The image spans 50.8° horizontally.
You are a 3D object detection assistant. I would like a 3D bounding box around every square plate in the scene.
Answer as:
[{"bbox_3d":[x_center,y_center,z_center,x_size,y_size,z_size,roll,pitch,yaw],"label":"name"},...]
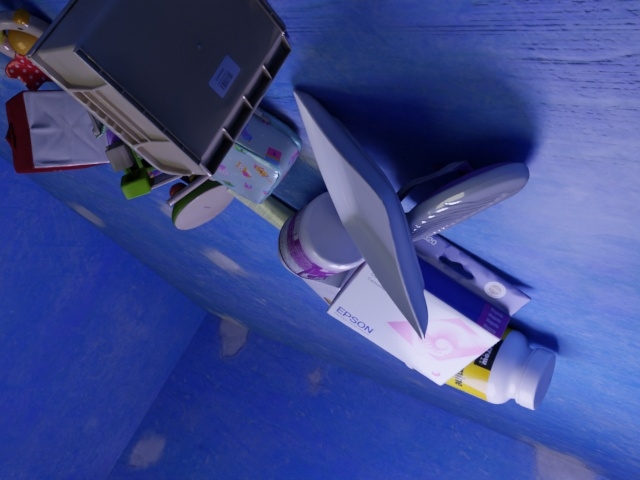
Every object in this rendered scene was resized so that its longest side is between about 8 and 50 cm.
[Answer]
[{"bbox_3d":[0.078,-0.051,1.126,0.347,0.049,0.344,58,173,45],"label":"square plate"}]

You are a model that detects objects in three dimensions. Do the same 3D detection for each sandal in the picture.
[{"bbox_3d":[0.186,-0.071,1.107,0.416,0.170,0.102,138,113,-72],"label":"sandal"}]

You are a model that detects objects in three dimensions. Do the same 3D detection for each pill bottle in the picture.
[{"bbox_3d":[0.000,0.000,1.503,0.169,0.169,0.301,33,163,-10],"label":"pill bottle"},{"bbox_3d":[0.387,0.283,1.650,0.334,0.187,0.188,18,159,32],"label":"pill bottle"}]

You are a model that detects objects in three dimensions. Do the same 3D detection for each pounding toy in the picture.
[{"bbox_3d":[-0.322,-0.133,1.711,0.110,0.183,0.237,53,167,14],"label":"pounding toy"}]

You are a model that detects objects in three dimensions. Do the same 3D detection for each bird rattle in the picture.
[{"bbox_3d":[-0.648,-0.420,1.451,0.207,0.143,0.253,0,153,28],"label":"bird rattle"}]

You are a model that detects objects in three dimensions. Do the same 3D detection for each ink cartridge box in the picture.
[{"bbox_3d":[0.221,0.143,1.462,0.324,0.071,0.330,33,136,-1],"label":"ink cartridge box"}]

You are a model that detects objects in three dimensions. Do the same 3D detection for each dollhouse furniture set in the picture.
[{"bbox_3d":[-0.397,-0.268,1.416,0.197,0.151,0.301,-122,11,-65],"label":"dollhouse furniture set"}]

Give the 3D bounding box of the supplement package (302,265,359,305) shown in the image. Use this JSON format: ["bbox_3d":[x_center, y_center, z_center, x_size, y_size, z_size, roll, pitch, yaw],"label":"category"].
[{"bbox_3d":[0.080,0.109,1.739,0.139,0.133,0.244,15,158,40],"label":"supplement package"}]

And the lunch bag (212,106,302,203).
[{"bbox_3d":[-0.165,-0.190,1.339,0.224,0.107,0.279,35,162,-6],"label":"lunch bag"}]

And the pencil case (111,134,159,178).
[{"bbox_3d":[-0.470,-0.219,1.732,0.105,0.104,0.236,30,167,-1],"label":"pencil case"}]

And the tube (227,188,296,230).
[{"bbox_3d":[-0.120,-0.077,1.681,0.240,0.070,0.062,34,-164,-7],"label":"tube"}]

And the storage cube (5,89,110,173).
[{"bbox_3d":[-0.641,-0.264,1.643,0.215,0.183,0.193,-10,-173,-35],"label":"storage cube"}]

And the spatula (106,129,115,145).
[{"bbox_3d":[-0.530,-0.286,1.782,0.084,0.030,0.297,40,160,-32],"label":"spatula"}]

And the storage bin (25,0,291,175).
[{"bbox_3d":[-0.200,-0.264,0.930,0.123,0.262,0.260,9,153,44],"label":"storage bin"}]

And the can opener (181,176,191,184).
[{"bbox_3d":[-0.367,-0.195,1.729,0.073,0.059,0.186,22,161,22],"label":"can opener"}]
